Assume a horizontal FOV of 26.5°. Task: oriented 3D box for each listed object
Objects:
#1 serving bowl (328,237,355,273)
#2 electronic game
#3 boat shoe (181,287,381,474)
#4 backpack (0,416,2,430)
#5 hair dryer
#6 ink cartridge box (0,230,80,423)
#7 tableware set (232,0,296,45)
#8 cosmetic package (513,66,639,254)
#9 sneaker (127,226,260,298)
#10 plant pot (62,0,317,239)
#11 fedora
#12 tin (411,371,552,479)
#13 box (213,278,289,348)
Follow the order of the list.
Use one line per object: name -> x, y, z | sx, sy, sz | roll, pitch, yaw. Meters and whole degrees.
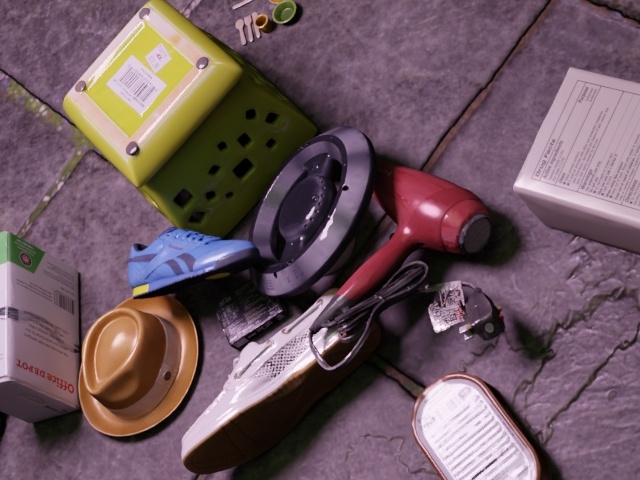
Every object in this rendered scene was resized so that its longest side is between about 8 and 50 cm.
serving bowl -> 0.000, 0.000, 1.677 | 0.083, 0.027, 0.083 | -13, 63, 26
electronic game -> -0.013, -0.035, 1.643 | 0.229, 0.048, 0.229 | -38, 35, 34
boat shoe -> -0.059, 0.163, 1.598 | 0.277, 0.098, 0.096 | -38, 54, -2
backpack -> -0.526, 0.189, 1.823 | 0.188, 0.144, 0.166 | 3, 75, 34
hair dryer -> 0.086, 0.006, 1.557 | 0.223, 0.080, 0.294 | -10, 44, 7
ink cartridge box -> -0.391, 0.117, 1.770 | 0.086, 0.153, 0.208 | -20, 59, 22
tableware set -> -0.083, -0.351, 1.890 | 0.104, 0.024, 0.154 | -23, 58, 19
cosmetic package -> 0.382, -0.061, 1.434 | 0.309, 0.113, 0.160 | 21, 79, 36
sneaker -> -0.163, 0.015, 1.668 | 0.209, 0.069, 0.082 | -15, 79, 39
plant pot -> -0.181, -0.159, 1.745 | 0.227, 0.207, 0.228 | -48, 55, 2
fedora -> -0.247, 0.148, 1.718 | 0.194, 0.079, 0.194 | -12, 63, 25
tin -> 0.170, 0.226, 1.470 | 0.106, 0.040, 0.190 | -44, 54, 11
box -> -0.087, 0.086, 1.692 | 0.083, 0.018, 0.067 | -34, 55, 12
